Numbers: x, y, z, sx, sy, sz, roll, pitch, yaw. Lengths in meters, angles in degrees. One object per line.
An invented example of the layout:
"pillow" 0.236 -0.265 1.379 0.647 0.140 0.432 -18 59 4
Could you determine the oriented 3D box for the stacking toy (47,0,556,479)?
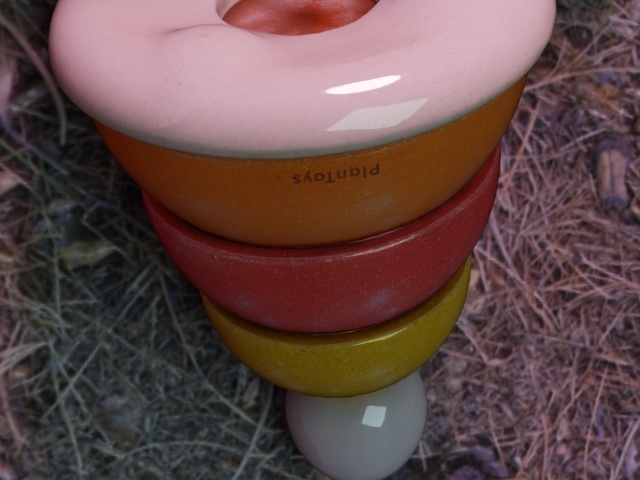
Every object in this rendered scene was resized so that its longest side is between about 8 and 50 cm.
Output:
"stacking toy" 0.000 0.000 1.285 0.351 0.350 0.480 -22 129 -23
